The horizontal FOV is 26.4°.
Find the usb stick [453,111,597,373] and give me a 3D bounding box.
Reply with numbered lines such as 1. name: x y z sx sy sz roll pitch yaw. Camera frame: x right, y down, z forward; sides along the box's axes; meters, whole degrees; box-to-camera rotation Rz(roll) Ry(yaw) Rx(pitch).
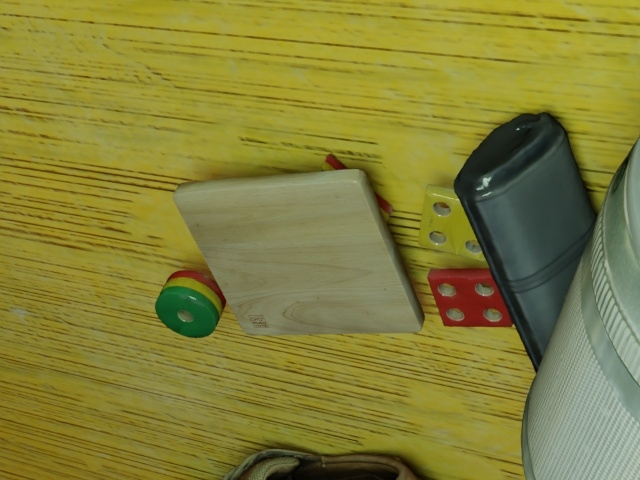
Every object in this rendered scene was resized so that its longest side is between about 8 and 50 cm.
1. usb stick: 0.152 0.045 0.818 0.045 0.077 0.278 25 150 48

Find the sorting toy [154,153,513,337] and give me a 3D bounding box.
1. sorting toy: 0.000 0.000 0.885 0.275 0.046 0.132 -3 132 27

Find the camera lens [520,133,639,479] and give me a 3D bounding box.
1. camera lens: 0.226 0.058 0.660 0.219 0.219 0.274 22 142 11

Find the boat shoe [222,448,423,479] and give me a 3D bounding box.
1. boat shoe: -0.032 0.223 1.126 0.324 0.123 0.116 -10 120 33
